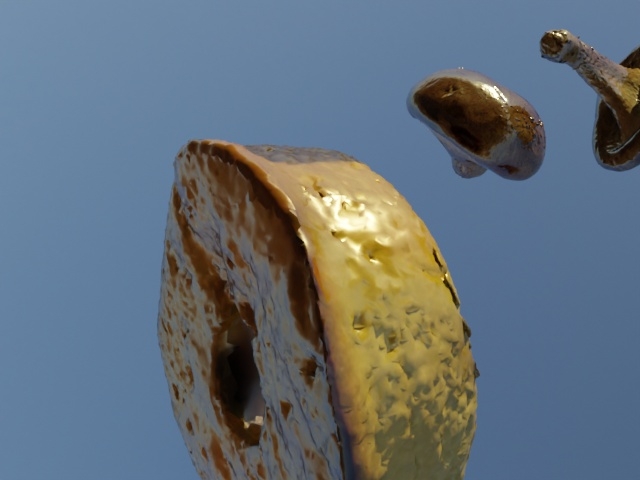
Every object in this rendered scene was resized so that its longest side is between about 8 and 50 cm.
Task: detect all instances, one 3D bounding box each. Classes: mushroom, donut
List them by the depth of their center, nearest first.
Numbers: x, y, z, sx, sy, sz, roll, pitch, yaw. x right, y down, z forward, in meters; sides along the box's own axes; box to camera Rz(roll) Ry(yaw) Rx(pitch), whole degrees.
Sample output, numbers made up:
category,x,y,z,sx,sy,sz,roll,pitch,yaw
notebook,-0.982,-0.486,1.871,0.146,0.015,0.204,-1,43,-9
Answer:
category,x,y,z,sx,sy,sz,roll,pitch,yaw
donut,-0.010,0.075,0.661,0.303,0.110,0.302,38,-45,51
mushroom,0.128,-0.093,0.881,0.127,0.127,0.087,41,-72,44
mushroom,0.386,-0.232,1.430,0.148,0.217,0.227,-36,-155,43
